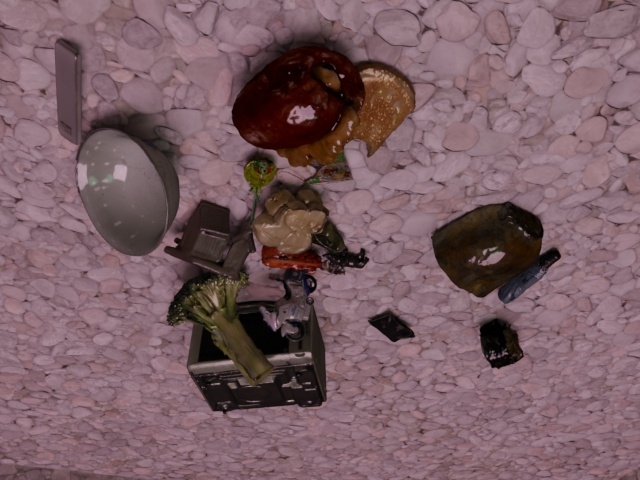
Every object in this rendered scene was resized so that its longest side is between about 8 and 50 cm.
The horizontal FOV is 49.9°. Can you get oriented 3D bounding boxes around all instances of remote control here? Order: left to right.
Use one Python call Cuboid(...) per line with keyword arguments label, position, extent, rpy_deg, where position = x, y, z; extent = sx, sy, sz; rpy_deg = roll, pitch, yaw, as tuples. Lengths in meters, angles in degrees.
Cuboid(label="remote control", position=(-0.555, -0.322, 1.527), extent=(0.067, 0.029, 0.261), rpy_deg=(35, 139, 12))

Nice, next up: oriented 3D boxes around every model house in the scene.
Cuboid(label="model house", position=(-0.283, 0.003, 1.855), extent=(0.229, 0.122, 0.188), rpy_deg=(23, 98, -18))

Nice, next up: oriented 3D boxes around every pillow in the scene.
Cuboid(label="pillow", position=(0.237, 0.287, 2.269), extent=(0.090, 0.048, 0.150), rpy_deg=(-36, 126, 23))

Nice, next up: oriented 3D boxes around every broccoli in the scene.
Cuboid(label="broccoli", position=(-0.260, 0.243, 2.009), extent=(0.361, 0.252, 0.221), rpy_deg=(41, 125, -10))

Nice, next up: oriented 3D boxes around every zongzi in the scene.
Cuboid(label="zongzi", position=(0.000, 0.000, 1.923), extent=(0.119, 0.055, 0.109), rpy_deg=(-10, 142, 28))

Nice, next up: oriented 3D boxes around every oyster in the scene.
Cuboid(label="oyster", position=(0.040, 0.086, 2.045), extent=(0.083, 0.019, 0.054), rpy_deg=(25, 133, -28))

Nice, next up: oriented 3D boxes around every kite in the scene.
Cuboid(label="kite", position=(-0.017, -0.185, 1.711), extent=(0.244, 0.006, 0.198), rpy_deg=(18, 146, -33))

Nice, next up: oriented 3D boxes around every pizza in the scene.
Cuboid(label="pizza", position=(0.123, -0.294, 1.589), extent=(0.180, 0.034, 0.262), rpy_deg=(5, 139, -7))

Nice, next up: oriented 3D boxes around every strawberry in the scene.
Cuboid(label="strawberry", position=(-0.081, 0.039, 1.953), extent=(0.188, 0.082, 0.121), rpy_deg=(12, 159, -29))

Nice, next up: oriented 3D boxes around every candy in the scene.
Cuboid(label="candy", position=(-0.166, -0.121, 1.774), extent=(0.077, 0.073, 0.262), rpy_deg=(21, 146, 2))

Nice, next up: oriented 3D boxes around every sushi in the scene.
Cuboid(label="sushi", position=(0.603, 0.346, 2.294), extent=(0.114, 0.147, 0.212), rpy_deg=(-25, 152, 17))

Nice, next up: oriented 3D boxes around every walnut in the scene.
Cuboid(label="walnut", position=(-0.040, -0.273, 1.470), extent=(0.269, 0.222, 0.244), rpy_deg=(-21, 109, 46))

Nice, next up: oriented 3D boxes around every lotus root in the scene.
Cuboid(label="lotus root", position=(0.495, 0.036, 1.909), extent=(0.260, 0.150, 0.267), rpy_deg=(-31, 135, 31))

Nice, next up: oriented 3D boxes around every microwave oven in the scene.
Cuboid(label="microwave oven", position=(-0.194, 0.388, 2.221), extent=(0.393, 0.247, 0.333), rpy_deg=(-7, 138, 6))

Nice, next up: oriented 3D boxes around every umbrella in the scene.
Cuboid(label="umbrella", position=(0.625, 0.111, 2.068), extent=(0.052, 0.053, 0.250), rpy_deg=(20, 136, -22))

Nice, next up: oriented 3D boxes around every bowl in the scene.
Cuboid(label="bowl", position=(-0.428, -0.131, 1.651), extent=(0.313, 0.146, 0.314), rpy_deg=(16, 119, 32))

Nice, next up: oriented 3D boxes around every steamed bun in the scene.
Cuboid(label="steamed bun", position=(-0.087, -0.061, 1.807), extent=(0.192, 0.106, 0.178), rpy_deg=(5, 136, -21))

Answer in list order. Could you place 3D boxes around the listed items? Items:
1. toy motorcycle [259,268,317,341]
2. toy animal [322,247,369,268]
Cuboid(label="toy motorcycle", position=(-0.096, 0.179, 2.010), extent=(0.150, 0.221, 0.102), rpy_deg=(14, 156, 0))
Cuboid(label="toy animal", position=(0.069, 0.054, 1.989), extent=(0.135, 0.047, 0.065), rpy_deg=(5, 148, -16))
